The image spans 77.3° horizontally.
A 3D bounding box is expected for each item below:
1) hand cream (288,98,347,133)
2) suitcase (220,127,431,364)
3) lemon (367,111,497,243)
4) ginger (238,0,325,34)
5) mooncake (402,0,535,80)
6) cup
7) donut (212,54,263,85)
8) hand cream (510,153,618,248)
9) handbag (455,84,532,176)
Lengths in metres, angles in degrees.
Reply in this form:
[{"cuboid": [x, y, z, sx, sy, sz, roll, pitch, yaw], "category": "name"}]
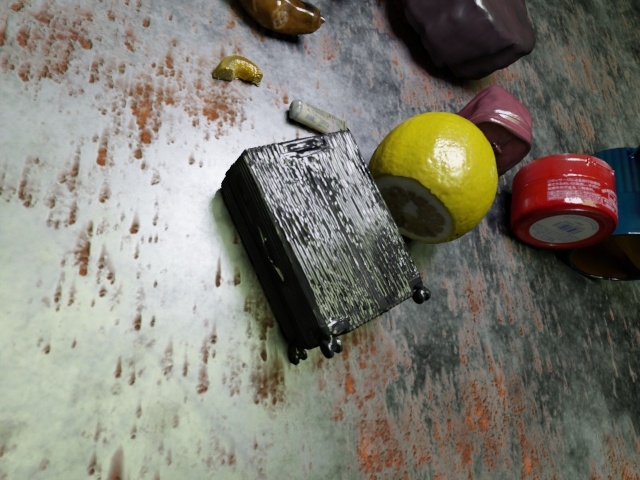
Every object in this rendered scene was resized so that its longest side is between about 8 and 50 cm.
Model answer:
[{"cuboid": [0.000, -0.246, 0.818, 0.143, 0.039, 0.061, 15, 60, -34], "category": "hand cream"}, {"cuboid": [0.000, 0.000, 0.671, 0.230, 0.152, 0.335, -21, 82, -33], "category": "suitcase"}, {"cuboid": [0.219, -0.130, 0.772, 0.240, 0.240, 0.219, 40, 69, -12], "category": "lemon"}, {"cuboid": [-0.131, -0.533, 0.799, 0.309, 0.107, 0.133, 56, 34, -1], "category": "ginger"}, {"cuboid": [0.358, -0.614, 1.018, 0.351, 0.212, 0.381, 24, 60, -36], "category": "mooncake"}, {"cuboid": [0.790, -0.089, 1.061, 0.308, 0.242, 0.292, 47, 50, -42], "category": "cup"}, {"cuboid": [-0.151, -0.317, 0.753, 0.083, 0.038, 0.067, 30, 59, -15], "category": "donut"}, {"cuboid": [0.581, -0.086, 0.965, 0.230, 0.230, 0.149, 23, 62, -20], "category": "hand cream"}, {"cuboid": [0.342, -0.209, 0.877, 0.146, 0.225, 0.135, 30, 54, -15], "category": "handbag"}]
